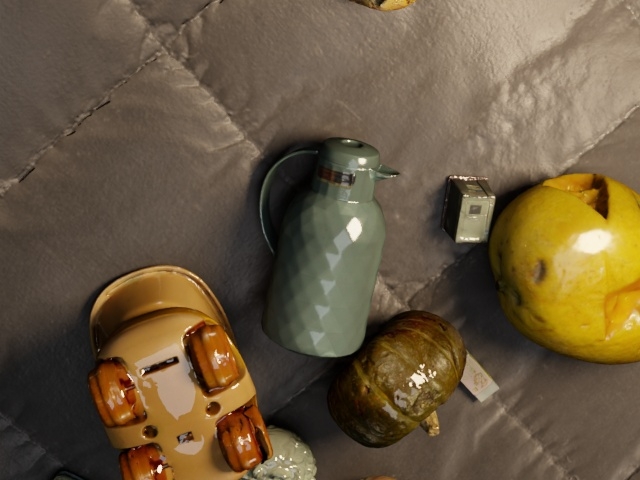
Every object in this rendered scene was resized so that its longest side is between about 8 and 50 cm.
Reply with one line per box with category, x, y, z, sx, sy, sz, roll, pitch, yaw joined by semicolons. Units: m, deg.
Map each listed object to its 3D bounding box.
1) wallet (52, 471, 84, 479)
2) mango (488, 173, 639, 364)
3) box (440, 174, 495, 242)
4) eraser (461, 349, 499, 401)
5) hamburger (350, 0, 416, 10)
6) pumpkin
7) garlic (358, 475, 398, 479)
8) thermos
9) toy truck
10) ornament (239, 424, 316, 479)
wallet;-0.318;0.454;1.979;0.250;0.075;0.176;32;107;-23
mango;0.395;0.048;1.907;0.364;0.182;0.253;22;105;-32
box;0.207;-0.039;1.880;0.060;0.063;0.085;2;114;-13
eraser;0.227;0.202;2.014;0.038;0.019;0.083;-41;115;6
hamburger;0.107;-0.334;1.708;0.176;0.102;0.087;-25;128;-1
pumpkin;0.115;0.202;1.884;0.219;0.219;0.162;-43;84;8
garlic;0.100;0.419;2.038;0.206;0.128;0.115;36;59;-30
thermos;0.000;0.000;1.820;0.182;0.145;0.287;17;110;17
toy truck;-0.196;0.198;1.818;0.204;0.212;0.288;-20;113;-2
ornament;-0.055;0.401;1.989;0.130;0.120;0.285;-23;120;-23
